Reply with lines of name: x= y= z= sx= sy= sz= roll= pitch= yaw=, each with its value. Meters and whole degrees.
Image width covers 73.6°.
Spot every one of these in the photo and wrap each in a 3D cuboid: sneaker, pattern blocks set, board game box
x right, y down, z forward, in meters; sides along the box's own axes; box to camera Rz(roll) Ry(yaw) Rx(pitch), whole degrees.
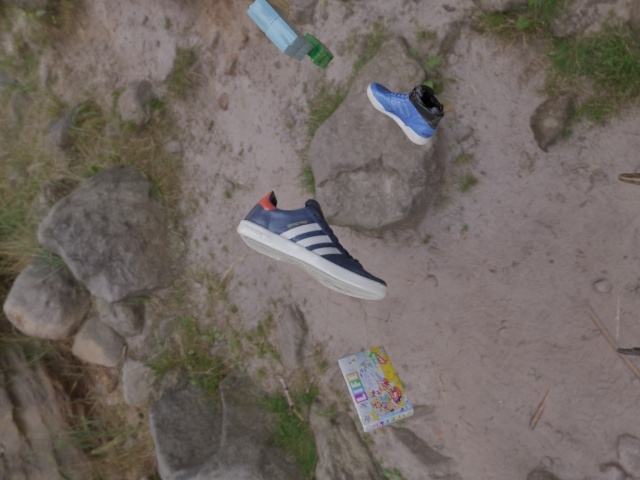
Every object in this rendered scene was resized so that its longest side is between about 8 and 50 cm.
sneaker: x=0.000 y=0.000 z=0.920 sx=0.350 sy=0.131 sz=0.148 roll=27 pitch=73 yaw=9
pattern blocks set: x=-0.107 y=-0.294 z=0.402 sx=0.026 sy=0.285 sz=0.325 roll=-41 pitch=101 yaw=22
sneaker: x=0.151 y=-0.247 z=0.746 sx=0.152 sy=0.058 sz=0.084 roll=52 pitch=140 yaw=18
board game box: x=0.110 y=0.299 z=0.878 sx=0.154 sy=0.104 sz=0.026 roll=-115 pitch=10 yaw=-46

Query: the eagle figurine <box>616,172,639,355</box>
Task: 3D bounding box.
eagle figurine: x=0.438 y=0.078 z=0.413 sx=0.226 sy=0.226 sz=0.298 roll=-19 pitch=119 yaw=14
